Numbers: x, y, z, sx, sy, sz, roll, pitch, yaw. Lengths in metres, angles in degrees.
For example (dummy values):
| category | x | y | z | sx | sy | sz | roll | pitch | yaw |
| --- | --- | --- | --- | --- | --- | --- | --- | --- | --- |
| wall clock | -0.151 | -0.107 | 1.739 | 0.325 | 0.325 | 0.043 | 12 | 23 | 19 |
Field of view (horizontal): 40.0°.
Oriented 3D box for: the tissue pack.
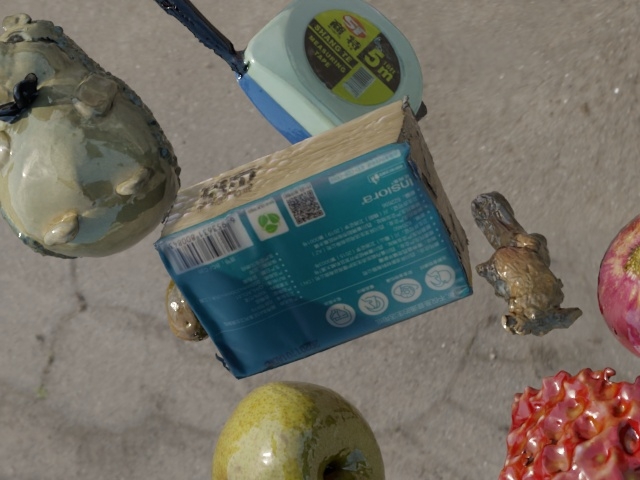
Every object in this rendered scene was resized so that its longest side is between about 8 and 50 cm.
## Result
| category | x | y | z | sx | sy | sz | roll | pitch | yaw |
| --- | --- | --- | --- | --- | --- | --- | --- | --- | --- |
| tissue pack | 0.000 | 0.000 | 0.888 | 0.270 | 0.134 | 0.192 | -20 | 118 | 13 |

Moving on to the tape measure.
| category | x | y | z | sx | sy | sz | roll | pitch | yaw |
| --- | --- | --- | --- | --- | --- | --- | --- | --- | --- |
| tape measure | -0.035 | -0.231 | 1.036 | 0.351 | 0.215 | 0.098 | 44 | 143 | -6 |

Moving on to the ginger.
| category | x | y | z | sx | sy | sz | roll | pitch | yaw |
| --- | --- | --- | --- | --- | --- | --- | --- | --- | --- |
| ginger | 0.278 | 0.032 | 1.251 | 0.122 | 0.290 | 0.084 | -8 | 126 | 3 |

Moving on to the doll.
| category | x | y | z | sx | sy | sz | roll | pitch | yaw |
| --- | --- | --- | --- | --- | --- | --- | --- | --- | --- |
| doll | -0.341 | -0.142 | 1.159 | 0.247 | 0.247 | 0.350 | -46 | 61 | 25 |

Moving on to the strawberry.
| category | x | y | z | sx | sy | sz | roll | pitch | yaw |
| --- | --- | --- | --- | --- | --- | --- | --- | --- | --- |
| strawberry | 0.222 | 0.241 | 0.719 | 0.233 | 0.178 | 0.234 | 31 | 143 | 27 |

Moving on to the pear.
| category | x | y | z | sx | sy | sz | roll | pitch | yaw |
| --- | --- | --- | --- | --- | --- | --- | --- | --- | --- |
| pear | -0.033 | 0.276 | 1.043 | 0.211 | 0.188 | 0.229 | -17 | 93 | 50 |

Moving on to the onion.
| category | x | y | z | sx | sy | sz | roll | pitch | yaw |
| --- | --- | --- | --- | --- | --- | --- | --- | --- | --- |
| onion | 0.359 | 0.042 | 0.862 | 0.177 | 0.153 | 0.177 | -15 | 55 | 22 |

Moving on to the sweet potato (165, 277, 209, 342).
| category | x | y | z | sx | sy | sz | roll | pitch | yaw |
| --- | --- | --- | --- | --- | --- | --- | --- | --- | --- |
| sweet potato | -0.142 | 0.020 | 1.083 | 0.062 | 0.233 | 0.081 | -19 | 135 | 36 |
